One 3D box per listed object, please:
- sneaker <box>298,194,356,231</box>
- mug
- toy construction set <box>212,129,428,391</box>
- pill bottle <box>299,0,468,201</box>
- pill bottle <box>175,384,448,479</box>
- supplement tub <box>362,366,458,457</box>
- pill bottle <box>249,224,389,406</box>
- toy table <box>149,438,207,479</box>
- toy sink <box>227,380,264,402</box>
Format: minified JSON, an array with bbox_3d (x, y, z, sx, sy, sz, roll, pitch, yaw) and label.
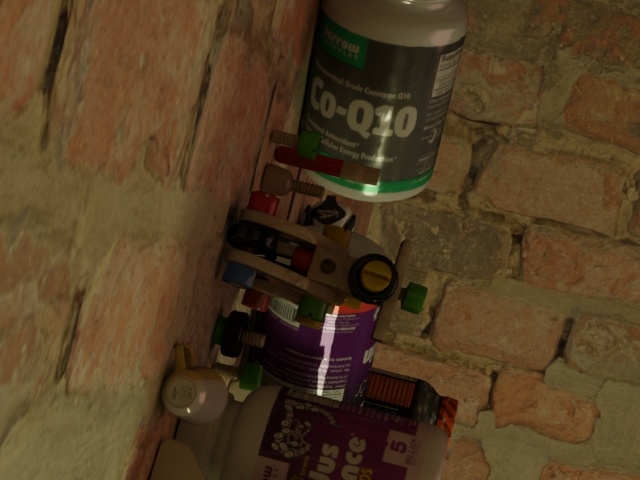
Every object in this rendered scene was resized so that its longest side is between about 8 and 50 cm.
[{"bbox_3d":[0.000,0.000,2.133,0.235,0.094,0.153,6,96,-85],"label":"sneaker"},{"bbox_3d":[-0.139,0.153,1.373,0.062,0.078,0.064,-44,165,2],"label":"mug"},{"bbox_3d":[0.021,0.015,1.634,0.257,0.237,0.309,96,9,-55],"label":"toy construction set"},{"bbox_3d":[0.090,-0.253,1.844,0.204,0.204,0.361,-67,169,-58],"label":"pill bottle"},{"bbox_3d":[-0.015,0.263,1.540,0.169,0.301,0.169,13,90,-85],"label":"pill bottle"},{"bbox_3d":[0.090,0.352,2.619,0.207,0.338,0.207,14,90,-84],"label":"supplement tub"},{"bbox_3d":[-0.008,0.151,1.958,0.181,0.181,0.323,-66,169,-60],"label":"pill bottle"},{"bbox_3d":[-0.126,0.349,1.385,0.274,0.161,0.252,93,13,-60],"label":"toy table"},{"bbox_3d":[-0.076,0.326,1.874,0.131,0.153,0.234,55,48,-83],"label":"toy sink"}]
